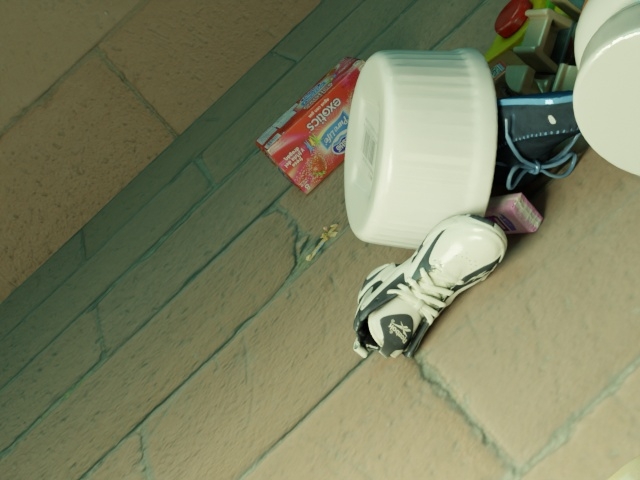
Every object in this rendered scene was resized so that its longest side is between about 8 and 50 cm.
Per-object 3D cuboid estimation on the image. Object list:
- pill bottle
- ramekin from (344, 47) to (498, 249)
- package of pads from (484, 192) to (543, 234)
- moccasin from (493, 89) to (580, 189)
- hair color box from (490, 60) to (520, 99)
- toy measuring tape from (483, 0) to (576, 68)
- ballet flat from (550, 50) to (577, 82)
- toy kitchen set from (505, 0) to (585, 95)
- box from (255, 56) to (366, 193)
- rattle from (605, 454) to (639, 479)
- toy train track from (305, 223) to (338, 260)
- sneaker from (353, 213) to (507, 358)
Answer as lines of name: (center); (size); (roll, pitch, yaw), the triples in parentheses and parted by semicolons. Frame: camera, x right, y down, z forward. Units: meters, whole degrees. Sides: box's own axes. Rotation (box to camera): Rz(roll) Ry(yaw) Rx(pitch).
pill bottle: (0.412, -0.257, 1.177); (0.224, 0.224, 0.392); (-25, 26, 40)
ramekin: (0.120, -0.118, 1.359); (0.277, 0.135, 0.277); (-176, 90, -79)
package of pads: (0.233, -0.032, 1.312); (0.032, 0.050, 0.083); (-52, 22, -23)
moccasin: (0.263, -0.125, 1.353); (0.138, 0.117, 0.342); (-5, 1, -10)
hair color box: (0.232, -0.174, 1.543); (0.167, 0.093, 0.053); (-40, 21, 11)
toy measuring tape: (0.298, -0.304, 1.674); (0.330, 0.121, 0.121); (-32, 20, 53)
ballet flat: (0.373, -0.251, 1.516); (0.114, 0.041, 0.041); (-44, 20, -6)
toy kitchen set: (0.373, -0.275, 1.432); (0.166, 0.122, 0.207); (13, 83, 52)
box: (0.012, -0.226, 2.020); (0.257, 0.122, 0.128); (-44, 20, -2)
rattle: (0.283, 0.199, 0.726); (0.200, 0.130, 0.143); (-20, 26, -16)
toy train track: (0.000, 0.000, 1.744); (0.083, 0.014, 0.048); (-53, 22, -23)
sneaker: (0.120, 0.072, 1.254); (0.235, 0.094, 0.153); (-26, 27, 39)
